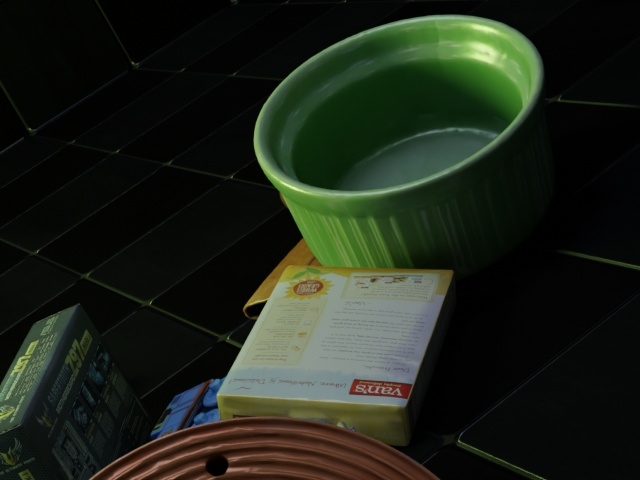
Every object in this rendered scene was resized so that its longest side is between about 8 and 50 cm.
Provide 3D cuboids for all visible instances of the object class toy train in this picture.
[{"bbox_3d":[-0.112,0.198,1.515,0.105,0.080,0.184,-28,19,32],"label":"toy train"}]

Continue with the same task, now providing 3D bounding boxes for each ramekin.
[{"bbox_3d":[0.097,-0.087,1.712,0.303,0.148,0.303,-13,37,10],"label":"ramekin"}]

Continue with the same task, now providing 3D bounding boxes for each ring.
[{"bbox_3d":[-0.037,0.268,0.992,0.336,0.032,0.337,-2,63,3],"label":"ring"}]

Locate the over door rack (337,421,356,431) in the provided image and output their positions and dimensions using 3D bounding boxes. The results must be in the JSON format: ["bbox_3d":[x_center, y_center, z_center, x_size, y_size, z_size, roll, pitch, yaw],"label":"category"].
[{"bbox_3d":[-0.062,0.226,1.213,0.239,0.108,0.324,-16,2,-5],"label":"over door rack"}]

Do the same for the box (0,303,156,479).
[{"bbox_3d":[-0.222,0.189,1.520,0.059,0.183,0.233,-23,21,15],"label":"box"}]

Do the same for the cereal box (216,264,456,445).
[{"bbox_3d":[0.021,0.100,1.529,0.173,0.047,0.240,3,29,16],"label":"cereal box"}]

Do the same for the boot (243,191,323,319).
[{"bbox_3d":[0.000,0.000,1.881,0.264,0.096,0.280,-1,40,39],"label":"boot"}]
